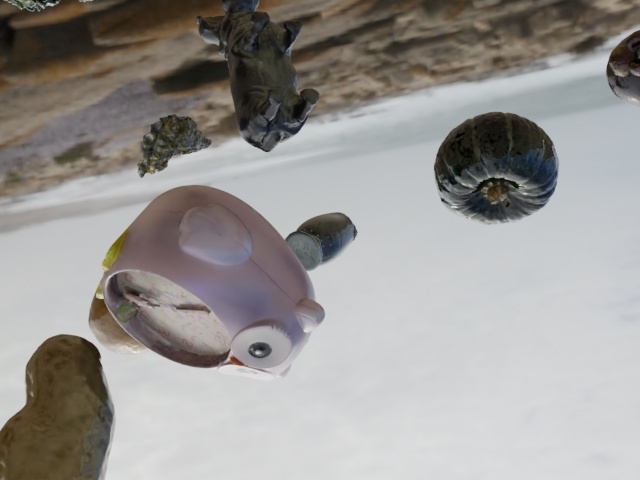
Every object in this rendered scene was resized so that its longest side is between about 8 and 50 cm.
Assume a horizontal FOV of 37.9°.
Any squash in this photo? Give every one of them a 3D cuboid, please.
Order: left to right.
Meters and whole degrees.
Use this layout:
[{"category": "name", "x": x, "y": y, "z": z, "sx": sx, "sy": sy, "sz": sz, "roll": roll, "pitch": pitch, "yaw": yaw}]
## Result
[{"category": "squash", "x": 0.353, "y": -0.142, "z": 1.892, "sx": 0.252, "sy": 0.252, "sz": 0.165, "roll": -10, "pitch": -134, "yaw": 8}]

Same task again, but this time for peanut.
[{"category": "peanut", "x": -0.453, "y": 0.339, "z": 1.585, "sx": 0.192, "sy": 0.387, "sz": 0.169, "roll": 13, "pitch": 146, "yaw": -14}]

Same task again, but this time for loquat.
[{"category": "loquat", "x": -0.375, "y": 0.146, "z": 1.915, "sx": 0.234, "sy": 0.176, "sz": 0.187, "roll": -29, "pitch": 138, "yaw": 20}]

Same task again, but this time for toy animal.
[{"category": "toy animal", "x": -0.100, "y": -0.294, "z": 1.463, "sx": 0.106, "sy": 0.343, "sz": 0.168, "roll": 3, "pitch": 136, "yaw": -31}]

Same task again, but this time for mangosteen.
[{"category": "mangosteen", "x": 0.493, "y": -0.265, "z": 1.396, "sx": 0.140, "sy": 0.140, "sz": 0.140, "roll": -11, "pitch": -176, "yaw": 1}]

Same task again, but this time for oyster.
[{"category": "oyster", "x": -0.231, "y": -0.140, "z": 1.405, "sx": 0.121, "sy": 0.045, "sz": 0.146, "roll": -44, "pitch": 167, "yaw": -5}]

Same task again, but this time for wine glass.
[{"category": "wine glass", "x": 0.000, "y": 0.000, "z": 2.102, "sx": 0.111, "sy": 0.111, "sz": 0.204, "roll": -9, "pitch": -169, "yaw": 27}]

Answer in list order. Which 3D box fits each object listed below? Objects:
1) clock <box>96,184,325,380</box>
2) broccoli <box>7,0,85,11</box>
[{"category": "clock", "x": -0.180, "y": 0.082, "z": 1.698, "sx": 0.250, "sy": 0.377, "sz": 0.368, "roll": -59, "pitch": 179, "yaw": -38}, {"category": "broccoli", "x": -0.448, "y": -0.504, "z": 1.491, "sx": 0.260, "sy": 0.235, "sz": 0.288, "roll": -14, "pitch": -178, "yaw": 38}]
